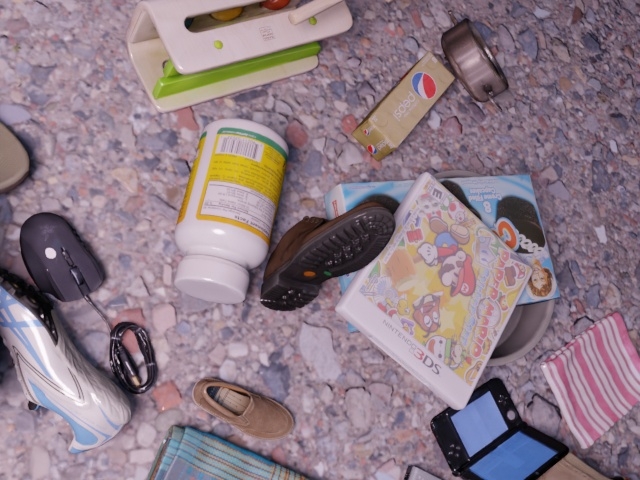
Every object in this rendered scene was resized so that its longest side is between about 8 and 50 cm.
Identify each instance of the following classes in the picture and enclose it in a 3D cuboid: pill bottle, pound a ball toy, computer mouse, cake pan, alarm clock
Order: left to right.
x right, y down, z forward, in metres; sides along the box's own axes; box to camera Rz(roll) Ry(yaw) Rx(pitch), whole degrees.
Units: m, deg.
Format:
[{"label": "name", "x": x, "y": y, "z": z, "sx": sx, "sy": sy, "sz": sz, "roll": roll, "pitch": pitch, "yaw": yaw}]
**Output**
[{"label": "computer mouse", "x": -0.263, "y": 0.071, "z": 0.837, "sx": 0.071, "sy": 0.041, "sz": 0.242, "roll": -37, "pitch": 93, "yaw": -31}, {"label": "pill bottle", "x": -0.113, "y": -0.034, "z": 0.899, "sx": 0.117, "sy": 0.117, "sz": 0.208, "roll": 19, "pitch": 67, "yaw": -20}, {"label": "pound a ball toy", "x": -0.075, "y": -0.303, "z": 0.950, "sx": 0.319, "sy": 0.208, "sz": 0.136, "roll": -24, "pitch": 86, "yaw": -29}, {"label": "cake pan", "x": 0.218, "y": 0.041, "z": 1.075, "sx": 0.293, "sy": 0.054, "sz": 0.293, "roll": 8, "pitch": 71, "yaw": -24}, {"label": "alarm clock", "x": 0.245, "y": -0.268, "z": 1.145, "sx": 0.129, "sy": 0.064, "sz": 0.192, "roll": 35, "pitch": 30, "yaw": -43}]

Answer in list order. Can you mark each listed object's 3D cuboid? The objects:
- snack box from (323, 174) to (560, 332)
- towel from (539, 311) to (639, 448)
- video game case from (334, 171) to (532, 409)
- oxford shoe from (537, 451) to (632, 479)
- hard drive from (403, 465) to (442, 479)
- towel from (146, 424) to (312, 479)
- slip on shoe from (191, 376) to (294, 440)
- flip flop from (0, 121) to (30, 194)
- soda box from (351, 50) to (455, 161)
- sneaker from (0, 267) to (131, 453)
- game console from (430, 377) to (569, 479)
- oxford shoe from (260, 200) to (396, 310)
[{"label": "snack box", "x": 0.171, "y": 0.011, "z": 0.994, "sx": 0.322, "sy": 0.060, "sz": 0.187, "roll": -6, "pitch": 78, "yaw": -28}, {"label": "towel", "x": 0.440, "y": 0.215, "z": 1.145, "sx": 0.197, "sy": 0.029, "sz": 0.144, "roll": -26, "pitch": 86, "yaw": -30}, {"label": "video game case", "x": 0.152, "y": 0.060, "z": 0.921, "sx": 0.206, "sy": 0.026, "sz": 0.227, "roll": 41, "pitch": 63, "yaw": -13}, {"label": "oxford shoe", "x": 0.458, "y": 0.409, "z": 1.043, "sx": 0.348, "sy": 0.123, "sz": 0.130, "roll": 32, "pitch": 58, "yaw": -15}, {"label": "hard drive", "x": 0.135, "y": 0.377, "z": 0.948, "sx": 0.094, "sy": 0.022, "sz": 0.135, "roll": 30, "pitch": 64, "yaw": -15}, {"label": "towel", "x": -0.051, "y": 0.396, "z": 0.815, "sx": 0.370, "sy": 0.040, "sz": 0.271, "roll": 27, "pitch": 59, "yaw": -12}, {"label": "slip on shoe", "x": -0.089, "y": 0.203, "z": 0.880, "sx": 0.135, "sy": 0.041, "sz": 0.051, "roll": 31, "pitch": 63, "yaw": -15}, {"label": "flip flop", "x": -0.438, "y": -0.160, "z": 0.800, "sx": 0.112, "sy": 0.080, "sz": 0.277, "roll": -42, "pitch": 95, "yaw": -30}, {"label": "soda box", "x": 0.127, "y": -0.205, "z": 1.104, "sx": 0.061, "sy": 0.058, "sz": 0.181, "roll": 44, "pitch": 60, "yaw": -8}, {"label": "sneaker", "x": -0.303, "y": 0.124, "z": 0.782, "sx": 0.086, "sy": 0.085, "sz": 0.237, "roll": -39, "pitch": 86, "yaw": -4}, {"label": "game console", "x": 0.245, "y": 0.268, "z": 1.000, "sx": 0.144, "sy": 0.085, "sz": 0.124, "roll": -24, "pitch": 86, "yaw": -30}, {"label": "oxford shoe", "x": 0.000, "y": 0.000, "z": 0.885, "sx": 0.083, "sy": 0.227, "sz": 0.096, "roll": 25, "pitch": 50, "yaw": -33}]
